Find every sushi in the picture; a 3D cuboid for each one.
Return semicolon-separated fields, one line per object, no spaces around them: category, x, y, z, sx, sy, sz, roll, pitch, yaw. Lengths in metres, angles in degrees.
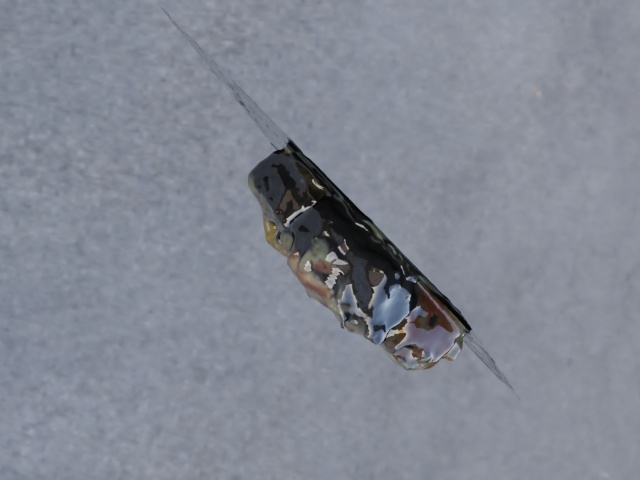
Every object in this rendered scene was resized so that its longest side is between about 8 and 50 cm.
sushi;0.000;0.000;0.887;0.059;0.292;0.294;-43;158;0
